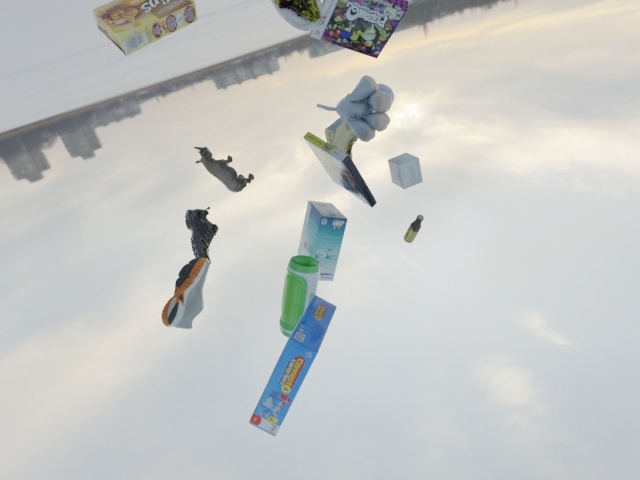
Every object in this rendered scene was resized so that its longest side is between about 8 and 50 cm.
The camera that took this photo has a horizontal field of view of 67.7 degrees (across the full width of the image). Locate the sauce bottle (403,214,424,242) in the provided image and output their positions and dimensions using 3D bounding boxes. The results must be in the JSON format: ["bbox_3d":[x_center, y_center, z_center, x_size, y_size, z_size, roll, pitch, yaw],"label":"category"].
[{"bbox_3d":[0.346,-0.045,1.761,0.042,0.128,0.042,9,-134,-10],"label":"sauce bottle"}]

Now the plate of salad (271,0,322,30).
[{"bbox_3d":[-0.062,-0.659,1.265,0.048,0.200,0.200,-11,-159,45],"label":"plate of salad"}]

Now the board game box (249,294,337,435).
[{"bbox_3d":[-0.073,0.356,1.413,0.086,0.302,0.308,26,-160,4],"label":"board game box"}]

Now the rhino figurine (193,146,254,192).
[{"bbox_3d":[-0.370,-0.270,1.772,0.073,0.243,0.106,-41,-165,46],"label":"rhino figurine"}]

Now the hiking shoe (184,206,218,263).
[{"bbox_3d":[-0.431,-0.016,1.801,0.114,0.227,0.086,-14,180,-29],"label":"hiking shoe"}]

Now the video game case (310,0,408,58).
[{"bbox_3d":[0.110,-0.658,1.419,0.231,0.042,0.210,12,156,-16],"label":"video game case"}]

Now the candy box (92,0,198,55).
[{"bbox_3d":[-0.633,-0.821,1.739,0.316,0.088,0.183,-38,-107,-22],"label":"candy box"}]

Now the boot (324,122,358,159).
[{"bbox_3d":[0.133,-0.430,2.143,0.095,0.262,0.203,-13,173,-38],"label":"boot"}]

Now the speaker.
[{"bbox_3d":[-0.079,0.211,1.773,0.131,0.297,0.131,8,-160,-3],"label":"speaker"}]

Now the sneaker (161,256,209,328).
[{"bbox_3d":[-0.447,0.186,1.666,0.099,0.121,0.263,19,-101,40],"label":"sneaker"}]

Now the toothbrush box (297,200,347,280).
[{"bbox_3d":[0.000,0.000,2.090,0.126,0.296,0.216,4,-158,-19],"label":"toothbrush box"}]

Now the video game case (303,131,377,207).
[{"bbox_3d":[0.074,-0.259,1.761,0.035,0.275,0.248,-46,-131,-5],"label":"video game case"}]

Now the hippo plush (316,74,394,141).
[{"bbox_3d":[0.196,-0.528,1.963,0.294,0.235,0.236,-23,-177,35],"label":"hippo plush"}]

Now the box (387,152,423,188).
[{"bbox_3d":[0.321,-0.264,1.809,0.087,0.101,0.102,-23,-152,-12],"label":"box"}]
